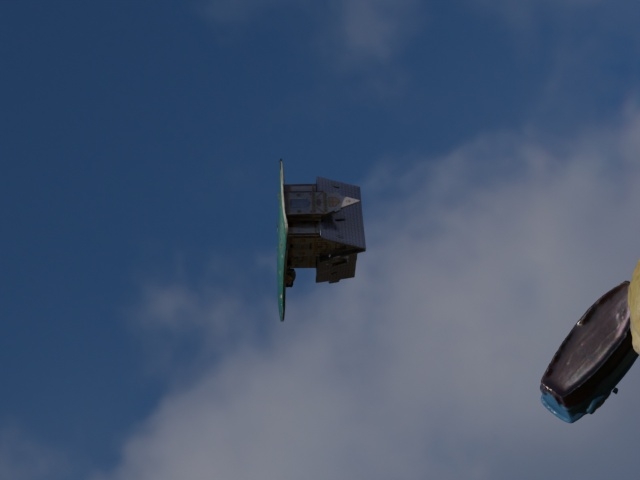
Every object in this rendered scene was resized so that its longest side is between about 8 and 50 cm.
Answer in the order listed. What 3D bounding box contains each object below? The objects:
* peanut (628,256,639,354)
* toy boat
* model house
[{"bbox_3d":[0.272,0.017,1.243,0.174,0.080,0.080,-60,-33,-27],"label":"peanut"},{"bbox_3d":[0.383,0.147,2.289,0.223,0.100,0.097,-51,-39,-6],"label":"toy boat"},{"bbox_3d":[0.000,0.000,1.793,0.088,0.117,0.167,-1,-40,-4],"label":"model house"}]
